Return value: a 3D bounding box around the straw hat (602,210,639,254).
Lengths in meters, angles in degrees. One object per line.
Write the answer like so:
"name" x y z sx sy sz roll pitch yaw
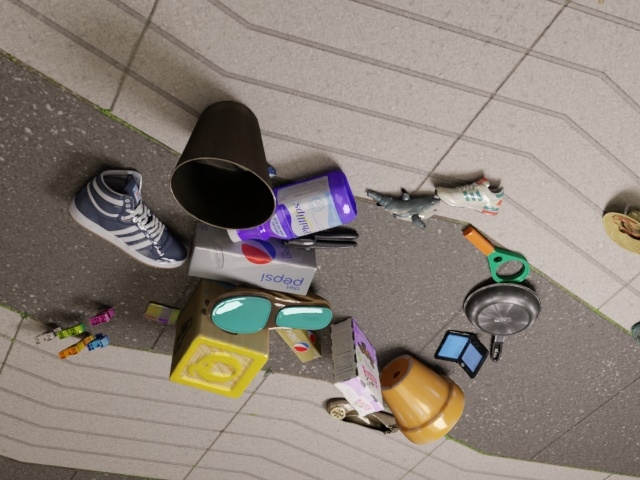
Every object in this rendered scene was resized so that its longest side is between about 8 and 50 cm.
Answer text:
"straw hat" 0.734 -0.035 1.683 0.061 0.144 0.144 -48 129 -15

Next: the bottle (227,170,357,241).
"bottle" -0.067 -0.063 1.587 0.283 0.092 0.118 -15 126 10

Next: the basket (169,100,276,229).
"basket" -0.182 -0.157 1.405 0.204 0.226 0.154 26 126 -23

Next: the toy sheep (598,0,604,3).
"toy sheep" 0.499 -0.468 1.264 0.132 0.091 0.091 -39 126 5

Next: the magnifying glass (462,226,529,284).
"magnifying glass" 0.425 0.037 1.760 0.092 0.026 0.231 -36 127 26

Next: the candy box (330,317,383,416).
"candy box" 0.093 0.330 1.886 0.070 0.196 0.164 -21 131 15

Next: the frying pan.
"frying pan" 0.452 0.226 1.911 0.197 0.053 0.326 16 134 -8

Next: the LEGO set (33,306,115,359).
"LEGO set" -0.602 0.241 1.845 0.227 0.093 0.087 -18 100 18

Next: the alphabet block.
"alphabet block" -0.246 0.241 1.783 0.193 0.197 0.193 18 128 -20

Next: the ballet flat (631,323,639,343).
"ballet flat" 0.933 0.228 1.938 0.188 0.070 0.070 -35 125 25

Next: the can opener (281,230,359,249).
"can opener" 0.000 0.000 1.676 0.186 0.073 0.059 3 132 -21

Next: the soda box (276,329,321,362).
"soda box" -0.062 0.239 1.883 0.058 0.061 0.181 -22 130 16

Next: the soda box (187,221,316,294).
"soda box" -0.158 0.043 1.679 0.287 0.091 0.098 11 130 -14

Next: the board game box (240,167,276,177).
"board game box" -0.149 -0.131 1.532 0.090 0.090 0.020 -24 85 16

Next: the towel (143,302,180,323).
"towel" -0.406 0.186 1.848 0.083 0.009 0.060 16 129 -18

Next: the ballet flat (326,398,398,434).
"ballet flat" 0.131 0.534 2.167 0.250 0.058 0.084 22 126 -22

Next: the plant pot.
"plant pot" 0.260 0.424 1.999 0.205 0.205 0.188 -35 110 25

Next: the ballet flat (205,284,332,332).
"ballet flat" -0.133 0.151 1.728 0.343 0.124 0.116 3 118 -33

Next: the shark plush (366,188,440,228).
"shark plush" 0.185 -0.086 1.632 0.161 0.073 0.067 20 110 6

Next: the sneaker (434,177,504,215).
"sneaker" 0.334 -0.110 1.607 0.161 0.057 0.075 14 113 -14

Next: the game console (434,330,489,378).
"game console" 0.386 0.314 1.979 0.071 0.107 0.122 -14 140 -31

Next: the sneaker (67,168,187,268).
"sneaker" -0.389 -0.049 1.576 0.282 0.099 0.153 30 126 -24
